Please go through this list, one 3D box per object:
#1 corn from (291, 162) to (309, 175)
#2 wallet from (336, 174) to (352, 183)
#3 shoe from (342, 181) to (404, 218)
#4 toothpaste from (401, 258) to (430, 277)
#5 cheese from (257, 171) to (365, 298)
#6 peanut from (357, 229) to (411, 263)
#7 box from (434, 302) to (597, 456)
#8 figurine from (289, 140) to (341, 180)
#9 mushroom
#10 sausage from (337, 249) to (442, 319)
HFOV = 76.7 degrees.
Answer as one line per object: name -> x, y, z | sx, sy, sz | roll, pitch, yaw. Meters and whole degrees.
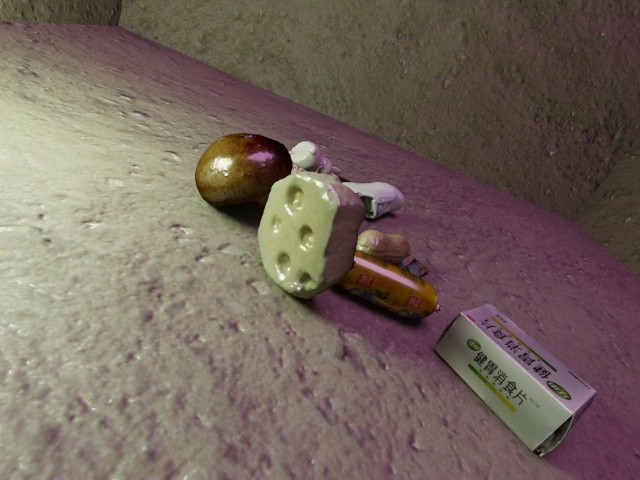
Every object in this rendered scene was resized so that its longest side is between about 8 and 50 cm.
corn -> -0.060, -0.254, 1.688 | 0.237, 0.079, 0.079 | 27, 26, 6
wallet -> 0.101, -0.246, 1.859 | 0.137, 0.031, 0.255 | 16, 26, -11
shoe -> 0.235, -0.158, 1.706 | 0.363, 0.131, 0.160 | 3, 33, -30
toothpaste -> 0.306, 0.109, 1.367 | 0.078, 0.046, 0.248 | 39, 27, 19
cheese -> -0.029, -0.021, 1.012 | 0.115, 0.326, 0.317 | 1, 71, -40
peanut -> 0.206, 0.023, 1.363 | 0.257, 0.123, 0.123 | 1, 35, -43
box -> 0.470, 0.323, 0.998 | 0.173, 0.145, 0.333 | -4, 38, -41
figurine -> -0.023, -0.328, 1.792 | 0.236, 0.155, 0.127 | 34, 47, -45
mushroom -> -0.210, -0.183, 1.309 | 0.335, 0.356, 0.330 | -19, 41, 5
sausage -> 0.181, 0.125, 1.138 | 0.347, 0.123, 0.123 | 25, 26, 1
